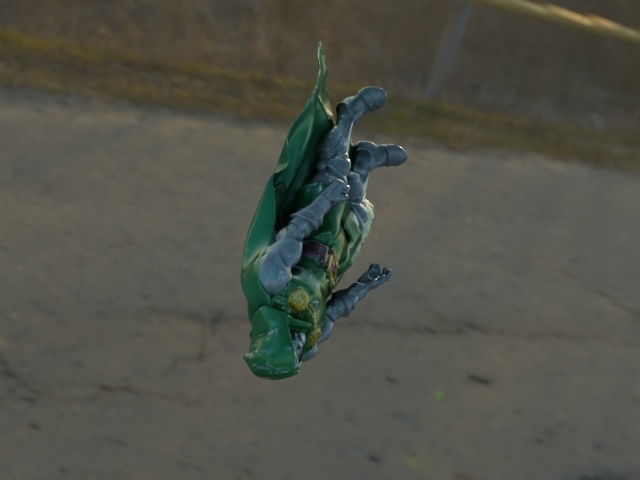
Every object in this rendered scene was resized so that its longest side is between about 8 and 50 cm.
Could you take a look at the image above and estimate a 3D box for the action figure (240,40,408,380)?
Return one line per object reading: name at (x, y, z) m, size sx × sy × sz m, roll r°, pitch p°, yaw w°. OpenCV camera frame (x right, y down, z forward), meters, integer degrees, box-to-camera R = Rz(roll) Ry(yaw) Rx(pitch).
action figure at (0.000, 0.000, 0.917) m, size 0.063 × 0.137 × 0.232 m, roll -6°, pitch 39°, yaw 25°
